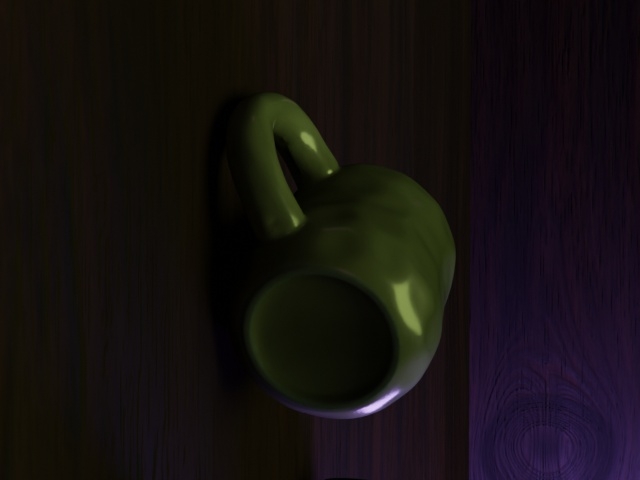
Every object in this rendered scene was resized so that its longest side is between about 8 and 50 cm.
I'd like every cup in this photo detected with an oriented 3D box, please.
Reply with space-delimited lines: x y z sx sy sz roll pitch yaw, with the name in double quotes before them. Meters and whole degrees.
"cup" 0.020 0.002 0.844 0.202 0.173 0.255 -57 145 -65

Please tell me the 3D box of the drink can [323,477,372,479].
"drink can" 0.035 0.348 1.012 0.118 0.118 0.205 57 38 -63
